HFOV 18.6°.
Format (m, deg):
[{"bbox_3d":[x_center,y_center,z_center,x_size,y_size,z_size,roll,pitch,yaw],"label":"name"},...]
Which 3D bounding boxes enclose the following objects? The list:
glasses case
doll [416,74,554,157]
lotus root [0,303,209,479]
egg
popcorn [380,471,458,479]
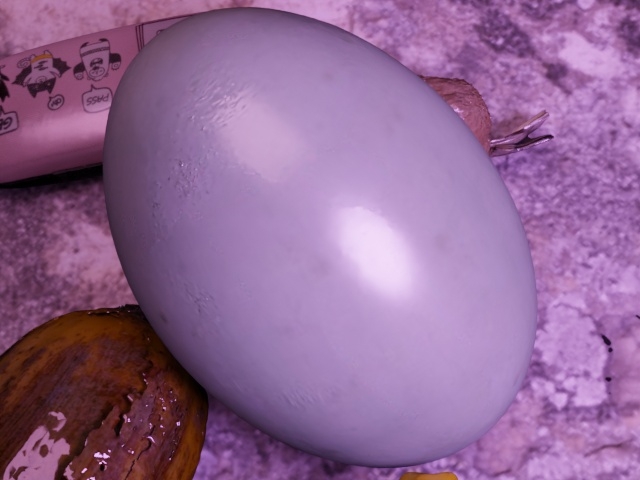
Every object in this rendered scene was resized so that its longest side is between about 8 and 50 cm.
[{"bbox_3d":[-0.166,-0.124,1.681,0.314,0.075,0.122,-11,65,3],"label":"glasses case"},{"bbox_3d":[0.081,-0.081,1.608,0.221,0.115,0.105,5,54,5],"label":"doll"},{"bbox_3d":[-0.222,0.222,1.462,0.196,0.179,0.397,11,60,33],"label":"lotus root"},{"bbox_3d":[0.000,0.000,1.445,0.276,0.276,0.389,-41,107,-12],"label":"egg"},{"bbox_3d":[0.058,0.268,1.376,0.203,0.200,0.226,-10,60,-3],"label":"popcorn"}]
